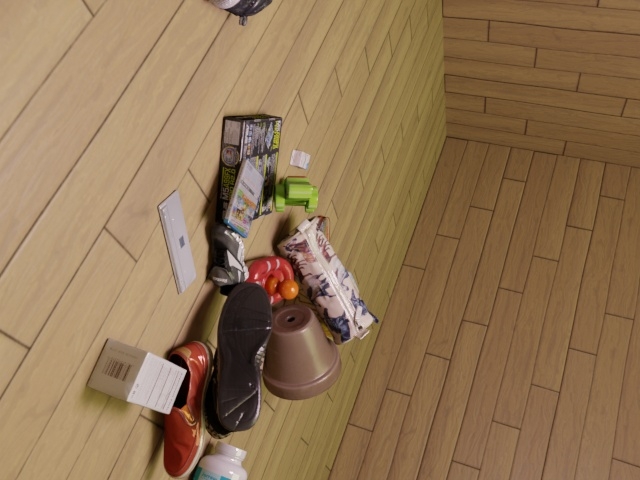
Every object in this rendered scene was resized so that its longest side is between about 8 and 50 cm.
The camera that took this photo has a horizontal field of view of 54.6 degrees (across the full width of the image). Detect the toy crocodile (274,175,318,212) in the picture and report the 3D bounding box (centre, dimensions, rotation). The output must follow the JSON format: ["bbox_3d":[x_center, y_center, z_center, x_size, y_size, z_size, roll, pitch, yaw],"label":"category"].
[{"bbox_3d":[-0.070,-0.134,1.718,0.340,0.115,0.105,169,-78,-86],"label":"toy crocodile"}]

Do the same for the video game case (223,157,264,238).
[{"bbox_3d":[-0.186,-0.102,1.527,0.119,0.015,0.167,50,52,-66],"label":"video game case"}]

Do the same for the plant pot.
[{"bbox_3d":[-0.078,0.333,1.969,0.263,0.262,0.230,-54,141,-47],"label":"plant pot"}]

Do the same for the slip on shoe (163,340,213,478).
[{"bbox_3d":[-0.339,0.409,1.499,0.101,0.122,0.332,8,92,-57],"label":"slip on shoe"}]

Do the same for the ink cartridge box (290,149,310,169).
[{"bbox_3d":[-0.063,-0.252,1.934,0.083,0.028,0.048,6,96,-70],"label":"ink cartridge box"}]

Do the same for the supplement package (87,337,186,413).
[{"bbox_3d":[-0.380,0.288,1.306,0.179,0.105,0.105,60,47,-63],"label":"supplement package"}]

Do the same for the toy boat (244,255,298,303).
[{"bbox_3d":[-0.134,0.131,1.807,0.231,0.151,0.151,-15,117,-68],"label":"toy boat"}]

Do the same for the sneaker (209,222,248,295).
[{"bbox_3d":[-0.241,0.060,1.579,0.234,0.078,0.106,83,26,-48],"label":"sneaker"}]

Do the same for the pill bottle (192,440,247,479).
[{"bbox_3d":[-0.297,0.708,1.742,0.146,0.146,0.264,62,44,-61],"label":"pill bottle"}]

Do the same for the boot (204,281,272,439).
[{"bbox_3d":[-0.224,0.325,1.618,0.284,0.138,0.378,125,-32,-58],"label":"boot"}]

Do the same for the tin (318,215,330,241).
[{"bbox_3d":[0.000,0.000,2.260,0.106,0.040,0.190,-41,140,-53],"label":"tin"}]

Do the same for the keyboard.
[{"bbox_3d":[-0.325,0.009,1.422,0.072,0.014,0.256,-62,156,-48],"label":"keyboard"}]

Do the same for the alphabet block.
[{"bbox_3d":[0.006,0.210,2.179,0.192,0.193,0.197,62,45,-59],"label":"alphabet block"}]

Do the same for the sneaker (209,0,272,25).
[{"bbox_3d":[-0.156,-0.611,1.359,0.269,0.101,0.153,-70,161,-1],"label":"sneaker"}]

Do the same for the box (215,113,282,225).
[{"bbox_3d":[-0.183,-0.186,1.608,0.216,0.060,0.270,-31,132,-64],"label":"box"}]

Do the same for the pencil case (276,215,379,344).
[{"bbox_3d":[0.018,0.124,1.946,0.159,0.183,0.411,-34,99,-28],"label":"pencil case"}]
